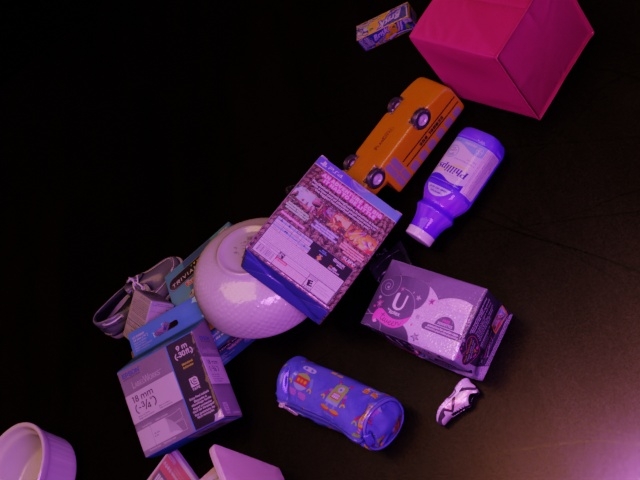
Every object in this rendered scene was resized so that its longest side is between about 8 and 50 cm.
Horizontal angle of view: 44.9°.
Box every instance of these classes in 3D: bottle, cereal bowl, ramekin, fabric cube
[{"bbox_3d":[0.298,-0.119,1.757,0.118,0.092,0.283,33,87,44],"label":"bottle"},{"bbox_3d":[-0.158,0.066,1.892,0.339,0.141,0.339,-8,48,9],"label":"cereal bowl"},{"bbox_3d":[-0.805,0.656,2.142,0.277,0.135,0.277,-20,53,29],"label":"ramekin"},{"bbox_3d":[0.414,-0.469,1.765,0.258,0.254,0.259,28,83,45],"label":"fabric cube"}]

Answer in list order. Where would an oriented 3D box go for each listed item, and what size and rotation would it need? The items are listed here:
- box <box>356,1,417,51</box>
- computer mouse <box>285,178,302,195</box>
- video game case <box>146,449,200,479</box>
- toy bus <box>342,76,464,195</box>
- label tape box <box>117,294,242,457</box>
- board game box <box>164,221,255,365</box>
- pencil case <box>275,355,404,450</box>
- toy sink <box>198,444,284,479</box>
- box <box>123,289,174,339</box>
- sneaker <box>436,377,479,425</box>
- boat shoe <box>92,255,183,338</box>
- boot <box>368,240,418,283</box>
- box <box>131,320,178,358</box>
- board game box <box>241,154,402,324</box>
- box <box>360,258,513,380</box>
[{"bbox_3d":[0.185,-0.598,2.169,0.169,0.054,0.059,-18,55,29],"label":"box"},{"bbox_3d":[-0.034,-0.093,2.048,0.106,0.042,0.193,-29,44,16],"label":"computer mouse"},{"bbox_3d":[-0.395,0.677,1.878,0.285,0.025,0.204,-54,45,-1],"label":"video game case"},{"bbox_3d":[0.195,-0.239,1.887,0.332,0.130,0.108,-53,46,0],"label":"toy bus"},{"bbox_3d":[-0.367,0.328,1.908,0.241,0.106,0.333,-30,71,16],"label":"label tape box"},{"bbox_3d":[-0.269,0.150,2.060,0.254,0.079,0.336,-40,46,12],"label":"board game box"},{"bbox_3d":[0.029,0.349,1.668,0.306,0.119,0.133,15,50,43],"label":"pencil case"},{"bbox_3d":[-0.174,0.552,1.628,0.131,0.234,0.153,-43,46,9],"label":"toy sink"},{"bbox_3d":[-0.470,0.218,2.118,0.126,0.072,0.137,20,95,54],"label":"box"},{"bbox_3d":[0.273,0.328,1.544,0.044,0.040,0.109,38,93,38],"label":"sneaker"},{"bbox_3d":[-0.529,0.157,2.249,0.319,0.099,0.116,-43,45,10],"label":"boat shoe"},{"bbox_3d":[0.167,0.063,1.787,0.099,0.045,0.121,-38,39,11],"label":"boot"},{"bbox_3d":[-0.432,0.308,2.135,0.201,0.021,0.164,-41,46,11],"label":"box"},{"bbox_3d":[0.000,0.000,1.762,0.232,0.141,0.291,37,68,3],"label":"board game box"},{"bbox_3d":[0.236,0.162,1.602,0.247,0.142,0.163,18,76,44],"label":"box"}]
